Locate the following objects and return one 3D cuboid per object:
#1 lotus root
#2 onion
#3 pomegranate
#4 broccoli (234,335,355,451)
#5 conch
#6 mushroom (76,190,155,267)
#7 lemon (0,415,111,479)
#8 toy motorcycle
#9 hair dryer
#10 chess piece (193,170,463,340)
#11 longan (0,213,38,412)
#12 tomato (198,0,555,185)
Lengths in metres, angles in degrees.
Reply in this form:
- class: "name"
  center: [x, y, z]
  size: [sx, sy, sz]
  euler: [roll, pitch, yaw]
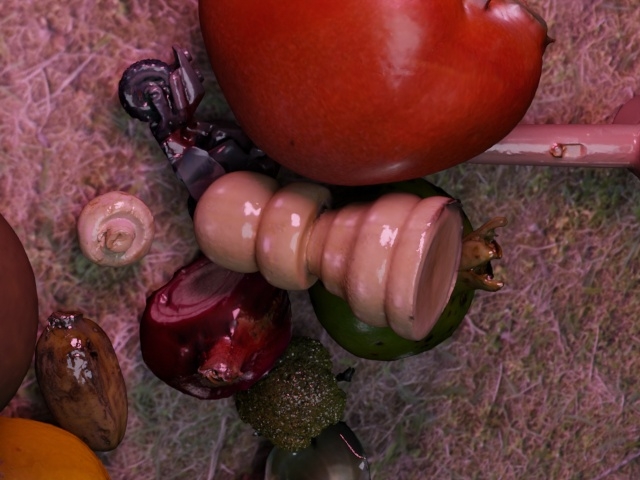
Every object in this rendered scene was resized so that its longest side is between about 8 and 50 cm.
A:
- class: "lotus root"
  center: [-0.256, 0.152, 1.418]
  size: [0.080, 0.089, 0.179]
  euler: [0, 119, 22]
- class: "onion"
  center: [-0.101, 0.111, 1.404]
  size: [0.173, 0.198, 0.135]
  euler: [-32, 124, 11]
- class: "pomegranate"
  center: [0.097, 0.028, 1.428]
  size: [0.211, 0.263, 0.211]
  euler: [1, 89, -51]
- class: "broccoli"
  center: [-0.032, 0.170, 1.499]
  size: [0.120, 0.130, 0.131]
  euler: [16, 95, -67]
- class: "conch"
  center: [-0.024, 0.311, 1.542]
  size: [0.188, 0.122, 0.176]
  euler: [-28, 97, -13]
- class: "mushroom"
  center: [-0.214, -0.009, 1.388]
  size: [0.083, 0.067, 0.084]
  euler: [-7, 116, -14]
- class: "lemon"
  center: [-0.339, 0.302, 1.345]
  size: [0.284, 0.260, 0.261]
  euler: [-8, 111, -38]
- class: "toy motorcycle"
  center: [-0.117, -0.109, 1.382]
  size: [0.122, 0.082, 0.213]
  euler: [-33, 119, -6]
- class: "hair dryer"
  center: [0.289, -0.101, 1.507]
  size: [0.344, 0.189, 0.107]
  euler: [-1, 108, -5]
- class: "chess piece"
  center: [0.000, 0.000, 1.305]
  size: [0.143, 0.260, 0.143]
  euler: [-47, 144, -50]
- class: "longan"
  center: [-0.407, 0.068, 1.228]
  size: [0.297, 0.297, 0.297]
  euler: [-7, 110, -19]
- class: "tomato"
  center: [0.044, -0.211, 1.300]
  size: [0.272, 0.341, 0.341]
  euler: [-35, 121, 28]
